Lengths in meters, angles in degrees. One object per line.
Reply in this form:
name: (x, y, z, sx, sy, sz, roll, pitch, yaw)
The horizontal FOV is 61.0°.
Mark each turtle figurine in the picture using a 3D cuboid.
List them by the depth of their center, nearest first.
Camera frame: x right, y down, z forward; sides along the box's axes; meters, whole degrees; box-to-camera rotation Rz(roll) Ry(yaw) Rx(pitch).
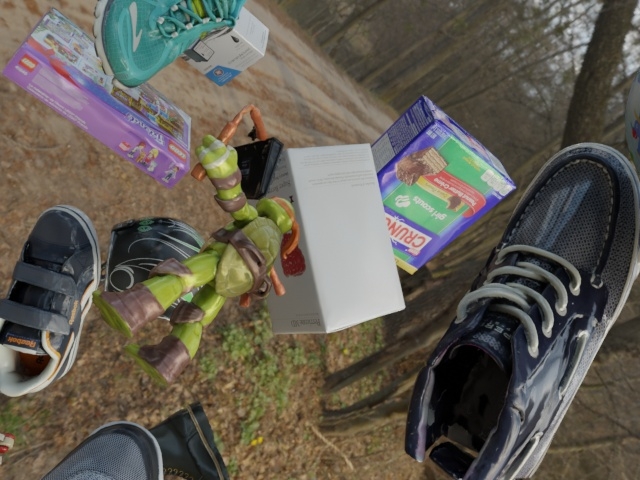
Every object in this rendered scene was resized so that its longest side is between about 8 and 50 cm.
turtle figurine: (-0.086, 0.030, 0.507, 0.087, 0.217, 0.270, 30, -32, 23)

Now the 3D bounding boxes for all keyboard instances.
keyboard: (-0.092, -0.107, 0.741, 0.023, 0.108, 0.180, 14, -1, -26)

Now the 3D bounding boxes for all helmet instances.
helmet: (-0.252, 0.046, 0.870, 0.161, 0.170, 0.169, 7, 38, -15)

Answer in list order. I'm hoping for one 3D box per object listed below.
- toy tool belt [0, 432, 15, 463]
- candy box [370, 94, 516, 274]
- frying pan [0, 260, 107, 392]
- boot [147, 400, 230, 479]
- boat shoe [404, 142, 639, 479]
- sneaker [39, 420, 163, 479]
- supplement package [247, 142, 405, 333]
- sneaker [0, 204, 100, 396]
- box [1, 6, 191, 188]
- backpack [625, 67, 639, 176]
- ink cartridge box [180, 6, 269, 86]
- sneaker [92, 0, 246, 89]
toy tool belt: (-0.368, 0.243, 0.584, 0.052, 0.083, 0.051, 54, 21, -44)
candy box: (0.211, -0.109, 1.202, 0.268, 0.317, 0.122, 30, 33, -27)
frying pan: (-0.528, 0.136, 0.998, 0.197, 0.326, 0.053, 23, 9, -40)
boot: (-0.224, 0.380, 0.882, 0.198, 0.136, 0.077, 57, -23, 30)
boat shoe: (0.182, 0.058, 0.467, 0.127, 0.341, 0.158, 17, -4, 34)
sneaker: (-0.156, 0.184, 0.316, 0.101, 0.153, 0.269, 24, 29, -1)
supplement package: (0.000, 0.000, 0.944, 0.175, 0.177, 0.293, -11, 87, -35)
sneaker: (-0.449, 0.105, 0.890, 0.126, 0.321, 0.127, 13, 12, 2)
box: (-0.347, -0.234, 0.902, 0.293, 0.057, 0.201, 38, 22, -33)
backpack: (0.380, -0.039, 0.355, 0.355, 0.290, 0.274, 20, 44, -15)
ink cartridge box: (-0.216, -0.404, 1.037, 0.190, 0.139, 0.082, 29, 53, -40)
sneaker: (-0.156, -0.277, 0.635, 0.275, 0.109, 0.107, -59, 148, -33)
